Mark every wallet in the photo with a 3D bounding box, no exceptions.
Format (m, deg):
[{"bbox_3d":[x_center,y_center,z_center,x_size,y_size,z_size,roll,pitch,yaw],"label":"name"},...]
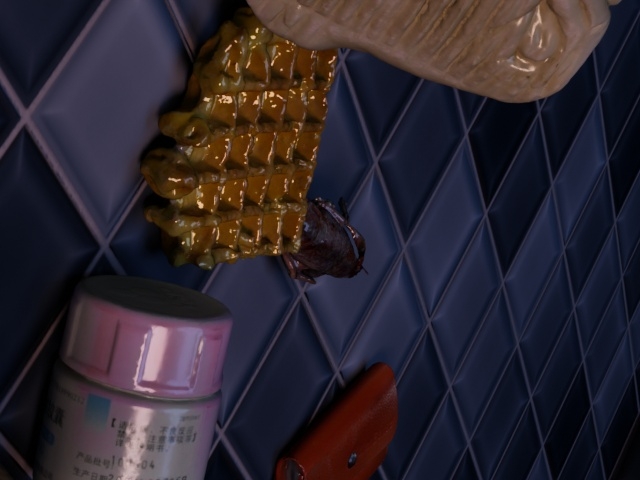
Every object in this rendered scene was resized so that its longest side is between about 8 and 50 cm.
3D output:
[{"bbox_3d":[0.019,0.239,1.726,0.204,0.045,0.142,-41,141,-49],"label":"wallet"}]

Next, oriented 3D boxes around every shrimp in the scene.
[{"bbox_3d":[0.001,0.000,1.507,0.075,0.073,0.190,-32,149,17],"label":"shrimp"}]

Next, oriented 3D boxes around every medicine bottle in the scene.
[{"bbox_3d":[-0.141,0.122,1.214,0.135,0.135,0.168,-7,113,-63],"label":"medicine bottle"}]

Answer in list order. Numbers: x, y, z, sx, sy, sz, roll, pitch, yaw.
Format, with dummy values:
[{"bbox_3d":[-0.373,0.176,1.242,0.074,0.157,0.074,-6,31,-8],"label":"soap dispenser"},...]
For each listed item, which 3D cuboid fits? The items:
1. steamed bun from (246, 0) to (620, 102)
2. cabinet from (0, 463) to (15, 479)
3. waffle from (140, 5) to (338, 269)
[{"bbox_3d":[0.085,-0.300,1.193,0.394,0.346,0.237,42,49,-37],"label":"steamed bun"},{"bbox_3d":[-0.241,0.243,0.949,0.215,0.175,0.148,-52,162,21],"label":"cabinet"},{"bbox_3d":[-0.070,-0.088,1.309,0.219,0.057,0.229,-15,119,-61],"label":"waffle"}]
